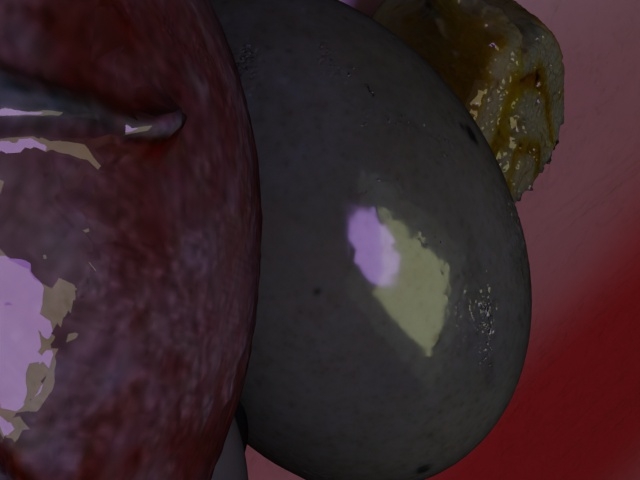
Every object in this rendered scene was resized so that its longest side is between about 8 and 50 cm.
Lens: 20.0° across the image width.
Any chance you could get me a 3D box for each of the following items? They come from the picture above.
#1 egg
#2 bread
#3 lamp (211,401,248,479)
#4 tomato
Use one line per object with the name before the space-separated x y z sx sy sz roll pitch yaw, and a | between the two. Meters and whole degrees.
egg | 0.000 0.000 0.791 0.169 0.169 0.236 -39 107 -37
bread | 0.059 -0.070 0.910 0.156 0.103 0.110 -48 147 -39
lamp | -0.141 0.119 0.684 0.244 0.198 0.198 -44 145 4
tomato | -0.172 -0.002 0.438 0.317 0.316 0.282 -65 -176 -6
